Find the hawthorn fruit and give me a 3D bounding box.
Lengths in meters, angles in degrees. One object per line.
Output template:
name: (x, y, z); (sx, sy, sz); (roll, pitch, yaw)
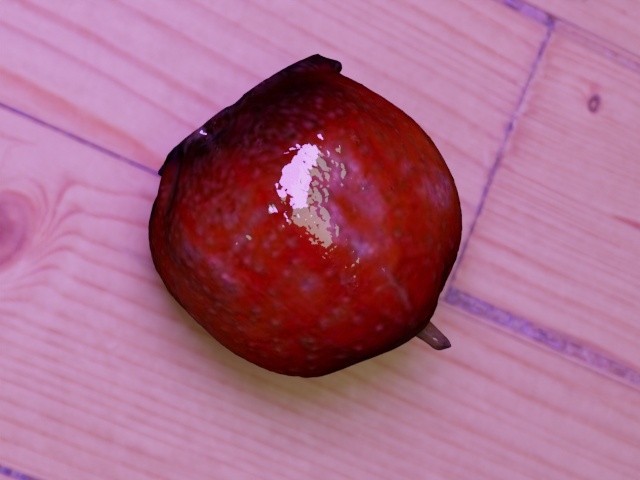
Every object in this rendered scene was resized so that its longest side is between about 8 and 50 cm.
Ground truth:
hawthorn fruit: (0.000, 0.000, 1.117); (0.250, 0.215, 0.215); (42, 80, -19)
